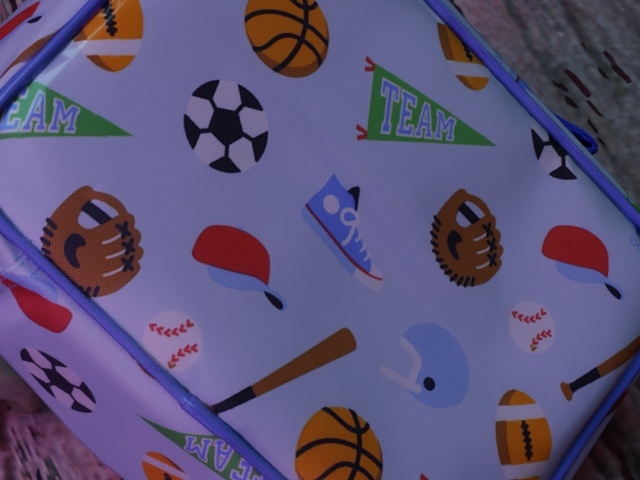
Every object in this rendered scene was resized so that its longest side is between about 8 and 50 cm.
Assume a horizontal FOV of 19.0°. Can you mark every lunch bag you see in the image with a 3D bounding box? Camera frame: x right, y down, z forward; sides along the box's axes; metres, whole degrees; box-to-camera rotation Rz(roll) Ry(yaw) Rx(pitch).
[{"bbox_3d":[0.000,0.000,0.785,0.115,0.303,0.243,-18,30,56],"label":"lunch bag"}]

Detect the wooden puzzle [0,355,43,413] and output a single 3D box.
[{"bbox_3d":[-0.336,-0.009,0.853,0.348,0.080,0.322,5,32,-47],"label":"wooden puzzle"}]
